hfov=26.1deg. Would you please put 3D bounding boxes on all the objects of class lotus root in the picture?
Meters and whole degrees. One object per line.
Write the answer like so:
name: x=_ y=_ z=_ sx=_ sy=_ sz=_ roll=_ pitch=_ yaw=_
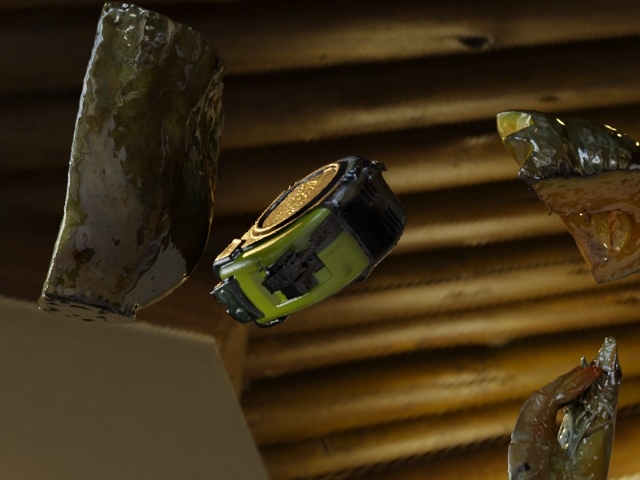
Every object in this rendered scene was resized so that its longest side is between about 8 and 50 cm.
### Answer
lotus root: x=-0.176 y=-0.042 z=1.327 sx=0.149 sy=0.260 sz=0.267 roll=11 pitch=-26 yaw=-4

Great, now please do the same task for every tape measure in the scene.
tape measure: x=0.000 y=0.000 z=1.444 sx=0.112 sy=0.199 sz=0.186 roll=49 pitch=-42 yaw=-14

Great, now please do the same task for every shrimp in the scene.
shrimp: x=0.282 y=0.212 z=1.561 sx=0.145 sy=0.061 sz=0.267 roll=42 pitch=-120 yaw=-17

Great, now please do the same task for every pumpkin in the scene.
pumpkin: x=0.277 y=-0.075 z=1.354 sx=0.149 sy=0.130 sz=0.254 roll=-25 pitch=-35 yaw=17
